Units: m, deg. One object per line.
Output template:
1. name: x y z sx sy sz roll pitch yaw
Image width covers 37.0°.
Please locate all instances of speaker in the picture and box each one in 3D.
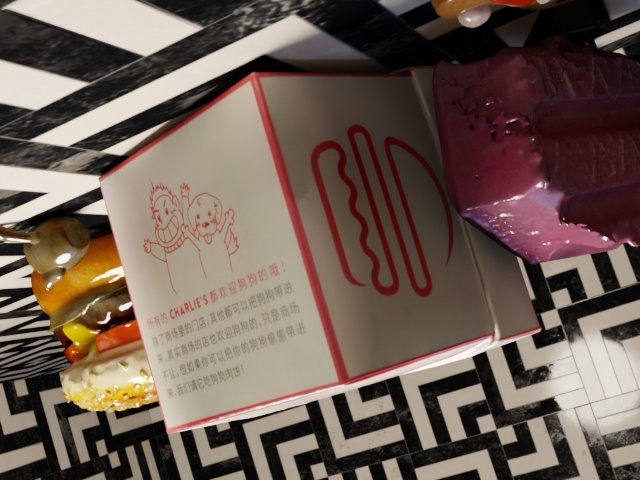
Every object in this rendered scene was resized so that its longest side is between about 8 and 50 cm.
1. speaker: 0.249 -0.214 1.019 0.040 0.046 0.191 -12 174 3

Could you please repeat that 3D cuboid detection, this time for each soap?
1. soap: 0.259 -0.090 0.988 0.127 0.220 0.325 -8 180 45

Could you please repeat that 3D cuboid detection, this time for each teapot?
1. teapot: -0.336 0.008 1.155 0.080 0.085 0.110 -24 151 31

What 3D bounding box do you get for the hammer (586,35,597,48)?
1. hammer: 0.240 -0.207 1.143 0.201 0.021 0.078 -18 173 -12

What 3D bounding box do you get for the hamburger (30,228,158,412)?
1. hamburger: -0.248 0.111 1.431 0.330 0.250 0.330 -17 173 -2

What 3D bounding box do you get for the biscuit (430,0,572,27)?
1. biscuit: 0.174 -0.228 0.750 0.205 0.049 0.324 -22 173 26

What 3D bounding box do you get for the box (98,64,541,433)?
1. box: -0.009 0.011 1.029 0.300 0.312 0.314 -10 170 -44

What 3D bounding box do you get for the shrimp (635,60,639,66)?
1. shrimp: 0.413 -0.207 1.368 0.083 0.023 0.114 -5 129 -17
